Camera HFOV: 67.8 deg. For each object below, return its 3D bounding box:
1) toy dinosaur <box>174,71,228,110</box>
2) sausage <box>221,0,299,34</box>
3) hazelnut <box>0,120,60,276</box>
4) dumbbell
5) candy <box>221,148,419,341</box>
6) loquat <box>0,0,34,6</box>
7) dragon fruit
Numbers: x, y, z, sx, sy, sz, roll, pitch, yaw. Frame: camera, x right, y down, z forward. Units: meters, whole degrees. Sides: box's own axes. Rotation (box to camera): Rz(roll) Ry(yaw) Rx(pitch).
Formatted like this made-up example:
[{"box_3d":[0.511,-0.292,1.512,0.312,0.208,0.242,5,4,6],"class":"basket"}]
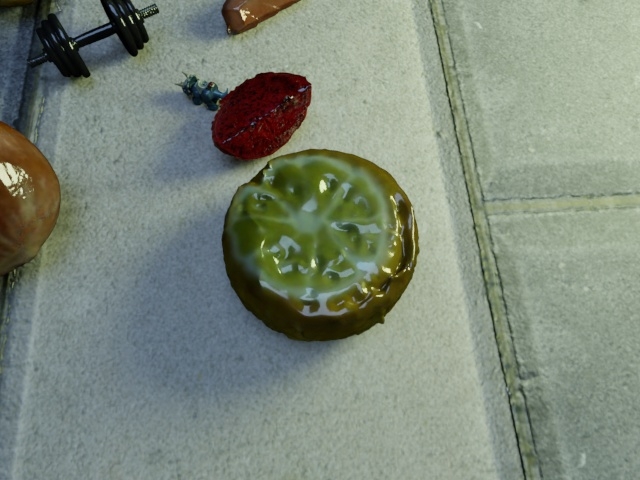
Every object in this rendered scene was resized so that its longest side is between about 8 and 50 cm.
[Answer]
[{"box_3d":[-0.180,-0.230,0.731,0.083,0.047,0.031,22,69,7],"class":"toy dinosaur"},{"box_3d":[-0.097,-0.399,0.792,0.169,0.065,0.065,-36,75,-13],"class":"sausage"},{"box_3d":[-0.434,-0.049,0.591,0.214,0.176,0.215,1,100,3],"class":"hazelnut"},{"box_3d":[-0.343,-0.313,0.726,0.208,0.099,0.099,-31,74,-13],"class":"dumbbell"},{"box_3d":[0.000,0.000,0.618,0.259,0.118,0.260,1,67,-2],"class":"candy"},{"box_3d":[-0.505,-0.446,0.749,0.162,0.137,0.163,0,85,2],"class":"loquat"},{"box_3d":[-0.090,-0.184,0.707,0.162,0.083,0.106,-39,55,-4],"class":"dragon fruit"}]
